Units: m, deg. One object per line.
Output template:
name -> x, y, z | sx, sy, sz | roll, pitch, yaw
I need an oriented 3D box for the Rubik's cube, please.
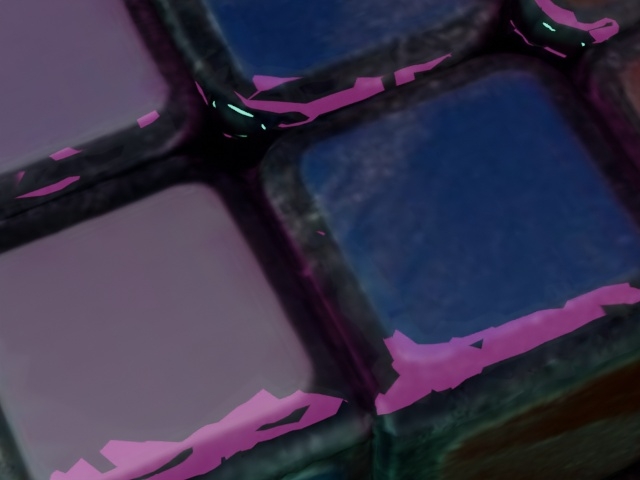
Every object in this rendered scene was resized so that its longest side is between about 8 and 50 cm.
Rubik's cube -> 0.000, 0.000, 0.734 | 0.358, 0.363, 0.362 | -21, 62, -10
